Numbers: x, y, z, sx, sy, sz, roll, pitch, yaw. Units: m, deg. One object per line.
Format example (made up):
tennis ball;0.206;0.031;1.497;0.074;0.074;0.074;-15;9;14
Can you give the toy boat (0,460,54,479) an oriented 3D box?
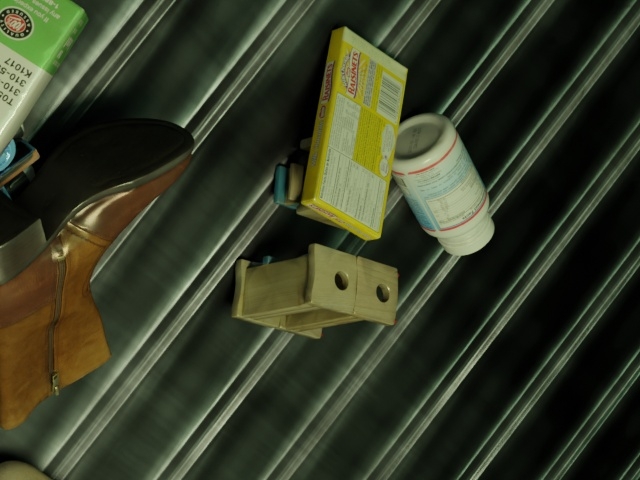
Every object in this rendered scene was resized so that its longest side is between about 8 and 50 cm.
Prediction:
toy boat;-0.306;0.344;1.853;0.151;0.151;0.231;-31;131;17

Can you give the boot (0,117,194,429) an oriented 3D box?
boot;-0.224;0.037;1.752;0.264;0.096;0.280;-40;148;-29

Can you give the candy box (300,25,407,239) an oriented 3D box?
candy box;0.038;-0.113;1.885;0.105;0.027;0.206;28;62;-37

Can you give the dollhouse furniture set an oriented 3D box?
dollhouse furniture set;0.000;0.000;1.936;0.129;0.129;0.184;18;69;-41

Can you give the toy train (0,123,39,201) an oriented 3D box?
toy train;-0.346;-0.043;1.673;0.184;0.080;0.105;-40;137;-18

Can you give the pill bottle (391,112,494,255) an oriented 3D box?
pill bottle;0.138;-0.060;2.008;0.087;0.087;0.160;-42;129;-14

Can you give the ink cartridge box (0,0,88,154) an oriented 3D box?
ink cartridge box;-0.360;-0.134;1.538;0.201;0.117;0.278;33;89;-7
